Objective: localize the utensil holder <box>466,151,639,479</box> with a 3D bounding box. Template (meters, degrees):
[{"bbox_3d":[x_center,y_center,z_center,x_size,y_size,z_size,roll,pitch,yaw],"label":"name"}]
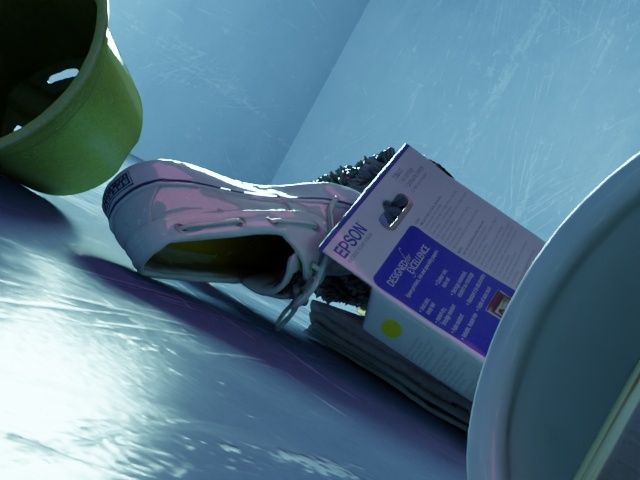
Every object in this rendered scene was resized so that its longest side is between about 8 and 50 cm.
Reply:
[{"bbox_3d":[0.345,0.150,0.714,0.385,0.328,0.327,31,1,-20],"label":"utensil holder"}]

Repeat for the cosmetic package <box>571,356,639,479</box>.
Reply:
[{"bbox_3d":[0.190,0.087,0.430,0.153,0.296,0.129,27,2,15],"label":"cosmetic package"}]

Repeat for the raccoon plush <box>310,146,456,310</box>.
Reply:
[{"bbox_3d":[0.000,0.000,1.504,0.446,0.216,0.299,12,-16,-16],"label":"raccoon plush"}]

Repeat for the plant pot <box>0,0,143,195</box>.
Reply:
[{"bbox_3d":[-0.318,-0.172,1.205,0.276,0.276,0.254,29,-10,18],"label":"plant pot"}]

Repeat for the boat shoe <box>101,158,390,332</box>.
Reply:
[{"bbox_3d":[-0.047,0.019,1.184,0.367,0.136,0.156,12,41,-42],"label":"boat shoe"}]

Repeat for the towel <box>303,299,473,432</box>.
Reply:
[{"bbox_3d":[0.169,0.185,1.375,0.332,0.053,0.317,29,2,28],"label":"towel"}]

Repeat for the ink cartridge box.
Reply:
[{"bbox_3d":[0.165,0.050,1.259,0.307,0.072,0.303,33,34,6],"label":"ink cartridge box"}]

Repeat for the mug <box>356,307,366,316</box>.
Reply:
[{"bbox_3d":[0.105,0.119,2.133,0.078,0.064,0.062,27,3,-34],"label":"mug"}]
